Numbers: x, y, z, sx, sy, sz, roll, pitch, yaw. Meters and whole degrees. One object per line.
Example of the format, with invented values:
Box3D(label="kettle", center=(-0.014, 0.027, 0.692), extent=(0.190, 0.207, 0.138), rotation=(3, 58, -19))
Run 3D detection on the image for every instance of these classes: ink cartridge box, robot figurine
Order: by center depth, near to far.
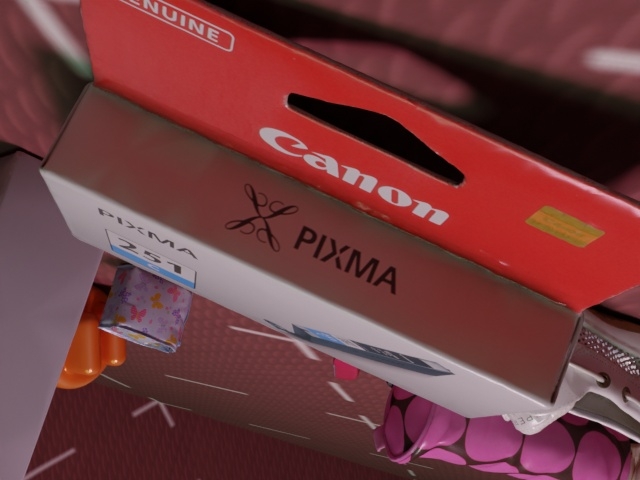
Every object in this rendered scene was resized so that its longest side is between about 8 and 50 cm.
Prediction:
Box3D(label="ink cartridge box", center=(0.000, 0.000, 0.468), extent=(0.296, 0.066, 0.261), rotation=(25, 163, -2))
Box3D(label="robot figurine", center=(-0.332, 0.106, 1.056), extent=(0.219, 0.158, 0.128), rotation=(5, 139, 28))

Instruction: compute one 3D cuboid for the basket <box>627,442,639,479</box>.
Box3D(label="basket", center=(0.501, 0.423, 1.043), extent=(0.331, 0.328, 0.266), rotation=(15, 167, -4))

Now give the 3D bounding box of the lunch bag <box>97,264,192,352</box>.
Box3D(label="lunch bag", center=(-0.174, 0.071, 0.901), extent=(0.083, 0.071, 0.053), rotation=(26, 159, -34))

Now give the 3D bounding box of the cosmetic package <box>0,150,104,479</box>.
Box3D(label="cosmetic package", center=(-0.321, 0.131, 0.690), extent=(0.097, 0.377, 0.284), rotation=(28, 158, -35))

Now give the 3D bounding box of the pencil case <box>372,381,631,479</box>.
Box3D(label="pencil case", center=(0.153, 0.167, 0.745), extent=(0.209, 0.095, 0.098), rotation=(20, 126, -18))

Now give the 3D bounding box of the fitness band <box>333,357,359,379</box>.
Box3D(label="fitness band", center=(0.118, 0.114, 0.841), extent=(0.209, 0.054, 0.291), rotation=(11, 164, 3))

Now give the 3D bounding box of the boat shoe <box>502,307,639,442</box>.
Box3D(label="boat shoe", center=(0.160, 0.093, 0.647), extent=(0.277, 0.096, 0.098), rotation=(18, 164, -9))
